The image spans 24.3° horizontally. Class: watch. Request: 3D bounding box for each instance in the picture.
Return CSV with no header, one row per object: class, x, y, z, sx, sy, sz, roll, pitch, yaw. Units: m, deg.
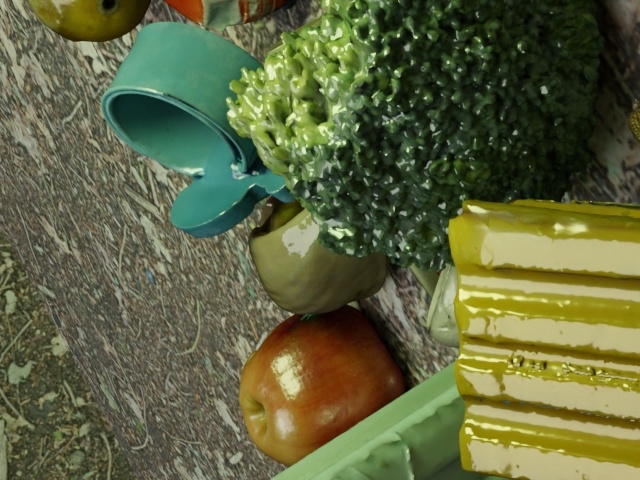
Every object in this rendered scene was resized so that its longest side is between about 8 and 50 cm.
watch,-0.114,-0.131,1.507,0.193,0.211,0.211,42,170,-34

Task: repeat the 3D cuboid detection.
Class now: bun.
bun,0.154,0.035,1.323,0.094,0.138,0.138,16,146,6

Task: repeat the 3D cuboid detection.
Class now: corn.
corn,0.254,-0.069,1.095,0.083,0.028,0.027,57,152,-2

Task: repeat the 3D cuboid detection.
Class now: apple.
apple,-0.004,0.174,1.723,0.199,0.199,0.199,46,153,31

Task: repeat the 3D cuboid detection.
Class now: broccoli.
broccoli,0.050,-0.138,1.147,0.302,0.249,0.375,35,152,40

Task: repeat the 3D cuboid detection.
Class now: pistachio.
pistachio,0.000,0.000,1.569,0.153,0.138,0.238,12,152,3

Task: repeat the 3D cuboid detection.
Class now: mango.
mango,-0.287,-0.378,1.692,0.176,0.175,0.329,-27,73,45

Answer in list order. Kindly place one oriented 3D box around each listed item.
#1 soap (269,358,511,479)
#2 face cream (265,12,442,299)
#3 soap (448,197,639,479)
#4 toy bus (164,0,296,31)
soap,0.125,0.247,1.199,0.261,0.446,0.156,62,156,-5
face cream,0.072,-0.058,1.433,0.341,0.084,0.137,57,155,-12
soap,0.248,0.075,0.998,0.324,0.096,0.204,6,108,33
toy bus,-0.137,-0.306,1.496,0.265,0.120,0.121,40,148,36
